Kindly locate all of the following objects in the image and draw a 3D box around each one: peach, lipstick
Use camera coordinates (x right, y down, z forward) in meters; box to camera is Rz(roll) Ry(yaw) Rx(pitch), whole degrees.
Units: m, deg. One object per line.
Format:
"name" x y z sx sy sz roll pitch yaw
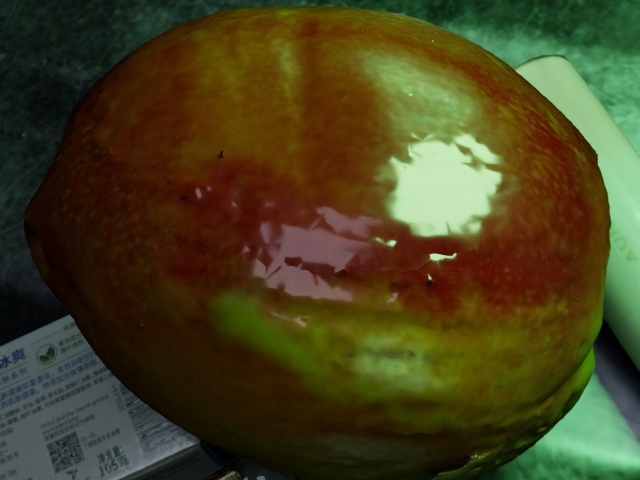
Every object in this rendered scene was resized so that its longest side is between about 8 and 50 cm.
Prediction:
"peach" 0.000 -0.001 0.786 0.372 0.290 0.373 0 57 0
"lipstick" 0.224 0.014 0.854 0.087 0.087 0.327 -27 62 -2

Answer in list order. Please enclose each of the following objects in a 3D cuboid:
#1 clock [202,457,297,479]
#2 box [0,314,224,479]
"clock" -0.052 0.276 0.785 0.186 0.083 0.253 -30 62 -5
"box" -0.188 0.139 0.884 0.194 0.073 0.139 -25 62 -1
